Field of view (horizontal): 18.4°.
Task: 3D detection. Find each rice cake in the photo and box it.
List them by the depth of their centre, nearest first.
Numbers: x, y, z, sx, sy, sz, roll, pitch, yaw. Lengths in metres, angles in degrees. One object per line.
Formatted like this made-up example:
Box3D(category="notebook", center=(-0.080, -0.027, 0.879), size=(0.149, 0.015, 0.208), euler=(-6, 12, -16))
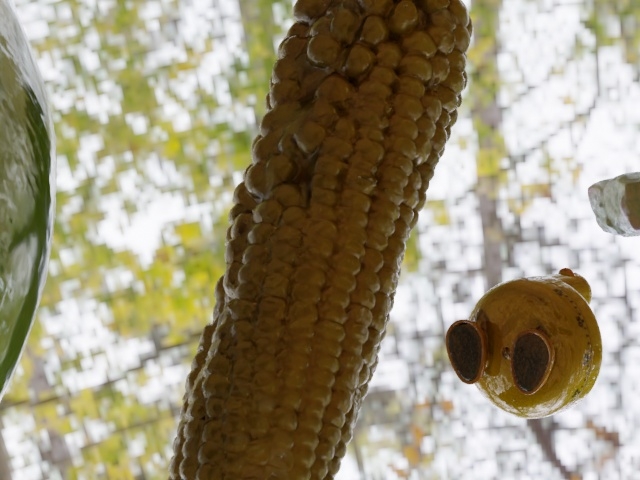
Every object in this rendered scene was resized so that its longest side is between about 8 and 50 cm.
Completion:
Box3D(category="rice cake", center=(0.268, -0.023, 1.179), size=(0.221, 0.042, 0.080), euler=(-2, 180, -15))

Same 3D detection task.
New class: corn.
Box3D(category="corn", center=(0.000, 0.000, 0.939), size=(0.097, 0.097, 0.320), euler=(9, -111, 21))

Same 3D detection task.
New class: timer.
Box3D(category="timer", center=(0.162, 0.076, 1.459), size=(0.107, 0.107, 0.109), euler=(28, -158, 36))

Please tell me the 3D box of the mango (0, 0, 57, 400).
Box3D(category="mango", center=(-0.175, 0.010, 0.626), size=(0.156, 0.192, 0.343), euler=(-19, -140, 22))
